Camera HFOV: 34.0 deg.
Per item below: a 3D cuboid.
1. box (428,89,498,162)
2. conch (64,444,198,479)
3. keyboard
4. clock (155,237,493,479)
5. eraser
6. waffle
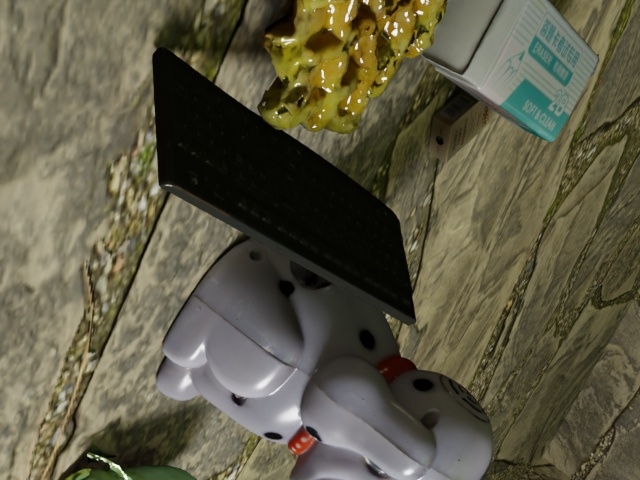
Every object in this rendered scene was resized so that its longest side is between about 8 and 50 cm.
[{"bbox_3d":[0.136,-0.116,0.972,0.083,0.024,0.053,-43,155,-27],"label":"box"},{"bbox_3d":[-0.157,0.222,0.836,0.105,0.079,0.170,-58,143,-6],"label":"conch"},{"bbox_3d":[0.012,-0.004,0.702,0.041,0.103,0.381,-18,152,20],"label":"keyboard"},{"bbox_3d":[0.023,0.126,0.812,0.189,0.254,0.189,-41,158,-20],"label":"clock"},{"bbox_3d":[0.170,-0.159,0.903,0.225,0.052,0.095,17,103,-59],"label":"eraser"},{"bbox_3d":[0.040,-0.190,0.633,0.291,0.051,0.291,-45,155,-28],"label":"waffle"}]
